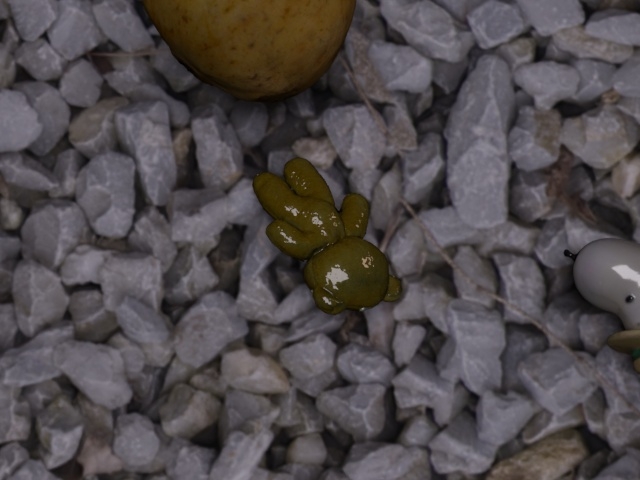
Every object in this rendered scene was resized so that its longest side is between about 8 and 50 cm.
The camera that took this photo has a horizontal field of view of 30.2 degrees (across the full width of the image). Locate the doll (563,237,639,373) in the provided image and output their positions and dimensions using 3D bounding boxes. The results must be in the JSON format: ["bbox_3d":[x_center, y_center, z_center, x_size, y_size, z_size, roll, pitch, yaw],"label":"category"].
[{"bbox_3d":[0.424,0.021,1.350,0.271,0.144,0.208,-40,75,-2],"label":"doll"}]

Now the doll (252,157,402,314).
[{"bbox_3d":[0.000,0.000,1.382,0.137,0.097,0.209,-16,63,-35],"label":"doll"}]

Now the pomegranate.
[{"bbox_3d":[-0.077,-0.283,1.325,0.261,0.260,0.260,0,82,-1],"label":"pomegranate"}]
